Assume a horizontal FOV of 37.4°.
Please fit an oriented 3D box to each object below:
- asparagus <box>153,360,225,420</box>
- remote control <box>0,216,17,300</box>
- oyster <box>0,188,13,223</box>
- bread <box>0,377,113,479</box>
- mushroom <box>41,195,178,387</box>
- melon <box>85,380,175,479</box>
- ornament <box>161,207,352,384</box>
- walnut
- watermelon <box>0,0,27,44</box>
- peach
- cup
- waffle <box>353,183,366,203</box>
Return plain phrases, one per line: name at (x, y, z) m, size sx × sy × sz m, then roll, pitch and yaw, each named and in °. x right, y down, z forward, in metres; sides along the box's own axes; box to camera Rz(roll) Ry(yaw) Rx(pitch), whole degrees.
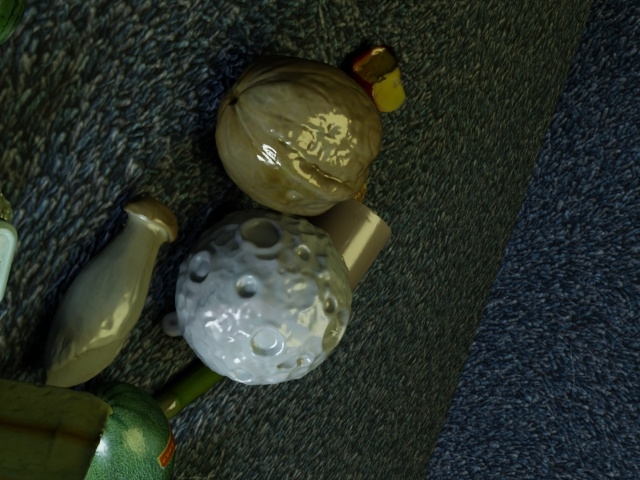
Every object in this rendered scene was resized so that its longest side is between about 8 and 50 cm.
asparagus at (-0.267, 0.296, 1.885) m, size 0.278 × 0.060 × 0.067 m, roll -35°, pitch 158°, yaw -45°
remote control at (-0.536, 0.018, 1.135) m, size 0.335 × 0.066 × 0.127 m, roll 5°, pitch 109°, yaw -46°
oyster at (-0.472, -0.044, 1.266) m, size 0.125 × 0.064 × 0.177 m, roll -60°, pitch 153°, yaw -21°
bread at (-0.466, 0.415, 1.394) m, size 0.233 × 0.245 × 0.361 m, roll -86°, pitch -172°, yaw -64°
mushroom at (-0.343, 0.087, 1.530) m, size 0.350 × 0.128 × 0.128 m, roll -63°, pitch 152°, yaw -16°
melon at (-0.348, 0.368, 1.666) m, size 0.182 × 0.182 × 0.287 m, roll -44°, pitch 146°, yaw -35°
ornament at (-0.098, 0.110, 1.766) m, size 0.337 × 0.337 × 0.337 m, roll -40°, pitch 142°, yaw -40°
walnut at (-0.036, -0.184, 1.683) m, size 0.313 × 0.252 × 0.277 m, roll 24°, pitch 98°, yaw -35°
watermelon at (-0.405, -0.311, 1.091) m, size 0.141 × 0.141 × 0.187 m, roll 0°, pitch 107°, yaw -60°
peach at (0.116, -0.335, 2.002) m, size 0.151 × 0.119 × 0.151 m, roll -10°, pitch 90°, yaw -84°
cup at (0.000, 0.000, 2.013) m, size 0.253 × 0.191 × 0.200 m, roll 40°, pitch 78°, yaw -31°
waffle at (0.066, -0.129, 2.122) m, size 0.148 × 0.042 × 0.102 m, roll 71°, pitch 31°, yaw -54°
